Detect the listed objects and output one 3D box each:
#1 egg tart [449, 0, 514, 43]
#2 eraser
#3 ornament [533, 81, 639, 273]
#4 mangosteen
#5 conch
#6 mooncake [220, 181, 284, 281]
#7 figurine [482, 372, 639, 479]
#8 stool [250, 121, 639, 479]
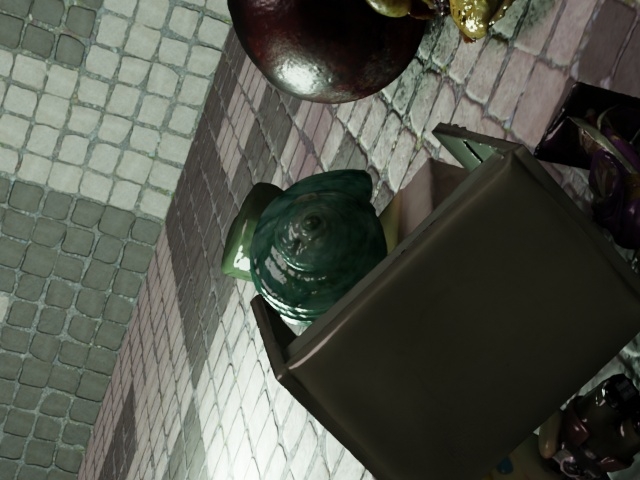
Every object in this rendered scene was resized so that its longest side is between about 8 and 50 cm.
[{"bbox_3d":[0.192,-0.369,1.323,0.297,0.132,0.297,176,90,-87],"label":"egg tart"},{"bbox_3d":[0.078,0.060,1.371,0.343,0.078,0.144,125,154,-48],"label":"eraser"},{"bbox_3d":[0.239,-0.037,0.933,0.203,0.081,0.088,-96,25,-49],"label":"ornament"},{"bbox_3d":[0.021,-0.333,1.573,0.293,0.297,0.297,163,122,-73],"label":"mangosteen"},{"bbox_3d":[-0.001,-0.001,1.313,0.202,0.134,0.196,171,112,-71],"label":"conch"},{"bbox_3d":[-0.100,-0.012,1.974,0.175,0.104,0.168,-161,84,-76],"label":"mooncake"},{"bbox_3d":[0.179,0.179,0.909,0.196,0.114,0.108,-43,10,42],"label":"figurine"},{"bbox_3d":[0.093,0.052,0.967,0.243,0.170,0.269,-43,12,1],"label":"stool"}]
